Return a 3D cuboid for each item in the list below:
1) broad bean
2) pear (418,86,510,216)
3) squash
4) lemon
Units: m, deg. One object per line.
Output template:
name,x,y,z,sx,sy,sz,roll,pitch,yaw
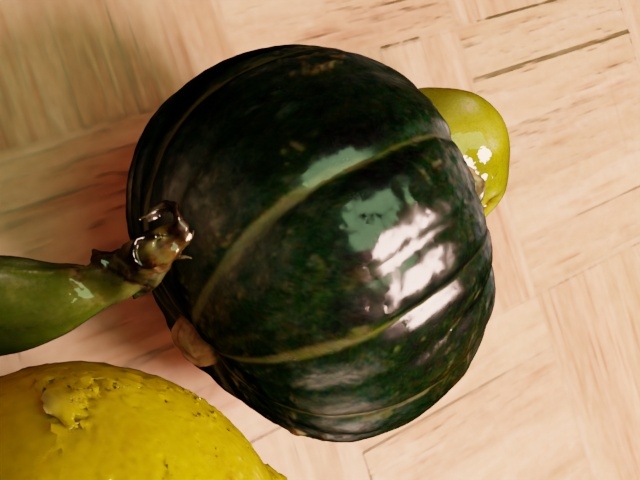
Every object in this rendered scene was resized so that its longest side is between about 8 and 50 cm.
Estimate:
broad bean,-0.209,-0.023,0.561,0.292,0.144,0.049,28,34,-23
pear,0.073,-0.054,0.834,0.092,0.092,0.097,-26,57,-40
squash,-0.005,0.001,0.672,0.218,0.218,0.172,49,64,-23
lemon,-0.110,0.142,0.587,0.206,0.173,0.173,13,74,-28
